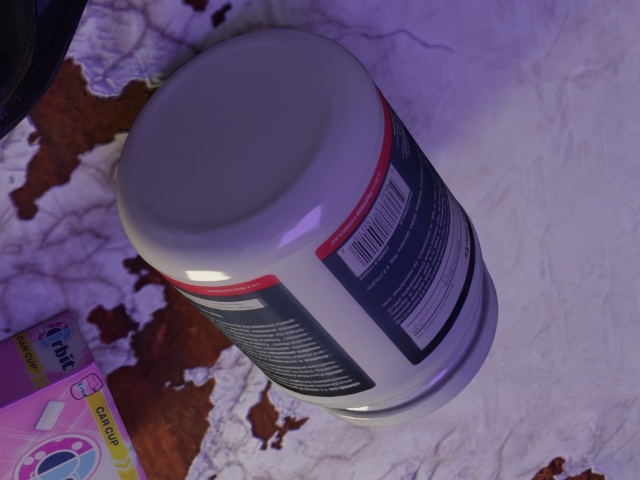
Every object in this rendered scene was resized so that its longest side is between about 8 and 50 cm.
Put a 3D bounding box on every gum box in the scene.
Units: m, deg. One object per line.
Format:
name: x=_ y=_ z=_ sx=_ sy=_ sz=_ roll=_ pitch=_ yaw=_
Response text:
gum box: x=-0.205 y=0.154 z=1.166 sx=0.107 sy=0.062 sz=0.188 roll=-25 pitch=137 yaw=-12

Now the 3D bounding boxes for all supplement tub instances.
supplement tub: x=0.000 y=0.000 z=1.065 sx=0.191 sy=0.191 sz=0.272 roll=-38 pitch=138 yaw=2

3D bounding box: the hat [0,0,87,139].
hat: x=-0.225 y=-0.147 z=0.790 sx=0.331 sy=0.134 sz=0.331 roll=-17 pitch=124 yaw=-28
